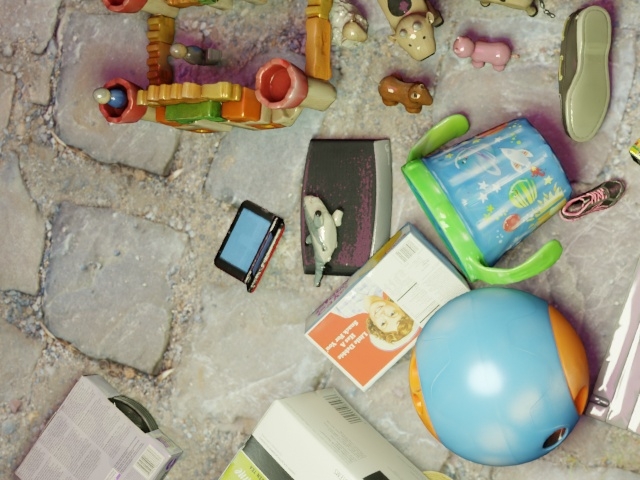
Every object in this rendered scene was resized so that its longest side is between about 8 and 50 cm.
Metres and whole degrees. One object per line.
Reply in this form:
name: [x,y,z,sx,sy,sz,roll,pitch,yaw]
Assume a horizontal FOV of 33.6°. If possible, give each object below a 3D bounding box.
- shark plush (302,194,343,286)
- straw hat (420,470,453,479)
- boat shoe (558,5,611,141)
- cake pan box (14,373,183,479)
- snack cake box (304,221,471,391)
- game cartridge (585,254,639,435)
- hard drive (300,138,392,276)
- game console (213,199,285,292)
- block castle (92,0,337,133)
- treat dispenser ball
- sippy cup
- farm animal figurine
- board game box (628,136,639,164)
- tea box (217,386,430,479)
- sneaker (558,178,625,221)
shark plush: [0.000,0.000,1.906,0.067,0.073,0.161,6,112,38]
straw hat: [0.204,0.465,1.850,0.144,0.061,0.144,0,90,29]
boat shoe: [0.445,-0.282,1.809,0.081,0.069,0.228,5,94,-21]
cake pan box: [-0.431,0.428,2.061,0.246,0.070,0.267,37,99,14]
snack cake box: [0.115,0.116,1.859,0.152,0.089,0.264,44,102,-9]
game cartridge: [0.601,0.160,1.737,0.230,0.068,0.355,20,93,14]
hard drive: [0.042,-0.062,1.935,0.172,0.054,0.254,2,88,19]
game console: [-0.135,0.010,1.977,0.085,0.124,0.144,25,96,-9]
block castle: [-0.201,-0.357,1.897,0.453,0.213,0.303,0,88,34]
treat dispenser ball: [0.287,0.219,1.715,0.288,0.288,0.288,-1,87,18]
sippy cup: [0.288,-0.083,1.777,0.224,0.240,0.305,-31,87,4]
farm animal figurine: [0.182,-0.399,1.844,0.330,0.172,0.327,-44,75,11]
board game box: [0.582,-0.101,1.712,0.170,0.141,0.048,43,102,15]
tea box: [0.001,0.484,1.800,0.329,0.220,0.323,42,107,22]
sneaker: [0.459,-0.068,1.796,0.119,0.057,0.047,-28,77,14]
